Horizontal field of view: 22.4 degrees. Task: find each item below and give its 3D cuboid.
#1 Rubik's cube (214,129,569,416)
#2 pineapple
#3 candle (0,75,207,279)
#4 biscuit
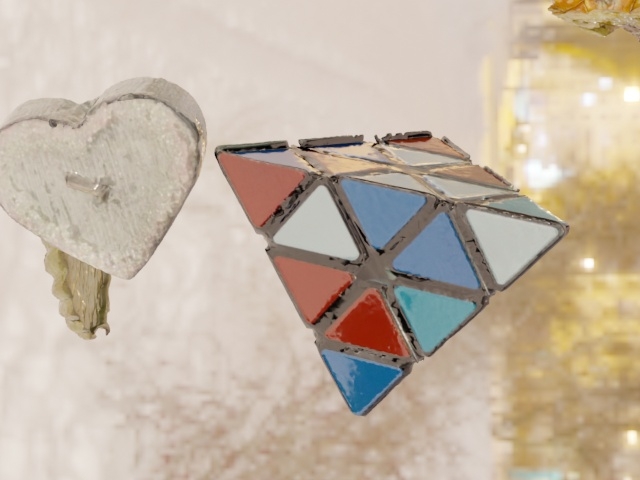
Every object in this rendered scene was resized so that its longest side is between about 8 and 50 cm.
[{"bbox_3d":[0.000,0.000,1.327,0.250,0.234,0.284,-60,-156,13],"label":"Rubik's cube"},{"bbox_3d":[0.296,-0.188,1.271,0.233,0.135,0.079,7,76,-43],"label":"pineapple"},{"bbox_3d":[-0.181,-0.049,1.370,0.068,0.192,0.168,-78,157,-62],"label":"candle"},{"bbox_3d":[-0.248,0.002,1.623,0.273,0.036,0.187,84,1,-53],"label":"biscuit"}]
